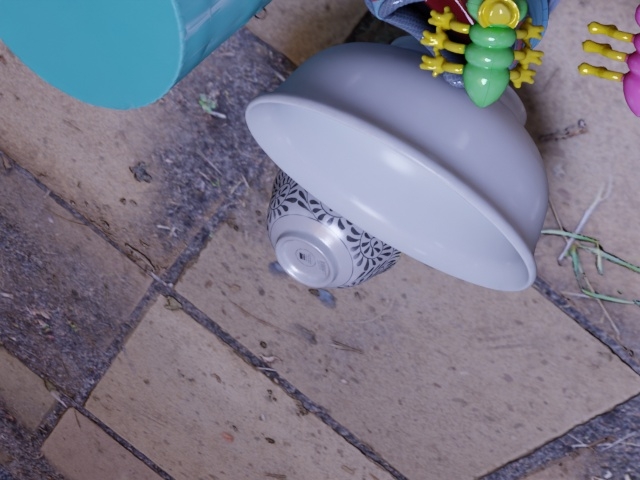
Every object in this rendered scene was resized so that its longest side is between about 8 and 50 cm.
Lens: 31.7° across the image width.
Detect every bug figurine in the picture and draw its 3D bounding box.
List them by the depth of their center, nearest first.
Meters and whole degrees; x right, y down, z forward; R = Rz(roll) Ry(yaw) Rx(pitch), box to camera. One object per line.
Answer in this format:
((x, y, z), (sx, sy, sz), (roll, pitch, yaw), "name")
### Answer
((0.187, -0.194, 0.785), (0.279, 0.072, 0.216), (4, 113, -2), "bug figurine")

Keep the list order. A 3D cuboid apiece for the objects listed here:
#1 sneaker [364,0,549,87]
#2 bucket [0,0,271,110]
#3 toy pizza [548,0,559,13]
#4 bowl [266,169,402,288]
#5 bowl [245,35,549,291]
((0.074, -0.228, 0.864), (0.262, 0.125, 0.104), (47, 140, -12), "sneaker")
((-0.179, -0.269, 1.028), (0.281, 0.183, 0.281), (20, 139, 19), "bucket")
((0.115, -0.255, 0.934), (0.201, 0.032, 0.201), (21, 138, 20), "toy pizza")
((0.000, 0.000, 1.255), (0.170, 0.080, 0.170), (22, 141, 19), "bowl")
((0.091, -0.087, 1.007), (0.298, 0.134, 0.298), (32, 169, 7), "bowl")
